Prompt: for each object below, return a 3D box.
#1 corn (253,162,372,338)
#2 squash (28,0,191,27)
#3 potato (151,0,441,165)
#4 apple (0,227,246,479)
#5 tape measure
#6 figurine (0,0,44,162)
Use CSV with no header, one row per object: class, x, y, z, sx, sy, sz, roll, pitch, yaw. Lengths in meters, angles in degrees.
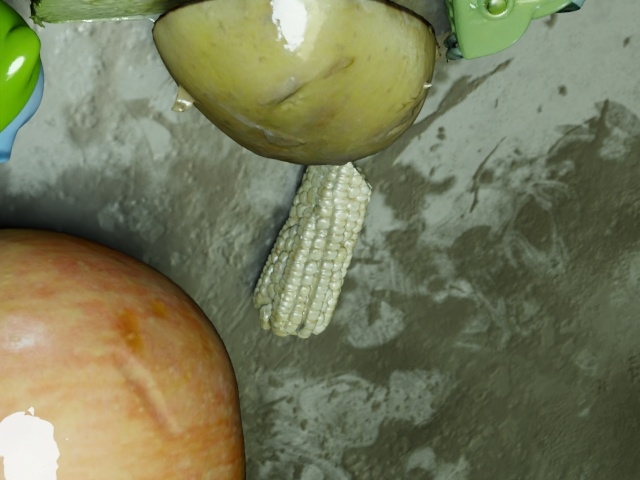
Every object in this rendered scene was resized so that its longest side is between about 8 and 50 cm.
corn,0.000,0.000,1.440,0.087,0.087,0.211,15,108,-26
squash,-0.108,-0.221,1.140,0.233,0.309,0.210,-5,120,-17
potato,-0.021,-0.128,1.244,0.239,0.299,0.116,-1,82,20
apple,-0.247,0.182,1.287,0.346,0.391,0.392,-8,123,-38
tape measure,0.178,-0.282,1.329,0.175,0.106,0.200,-14,121,5
figurine,-0.338,-0.105,1.224,0.263,0.162,0.143,-46,148,17
